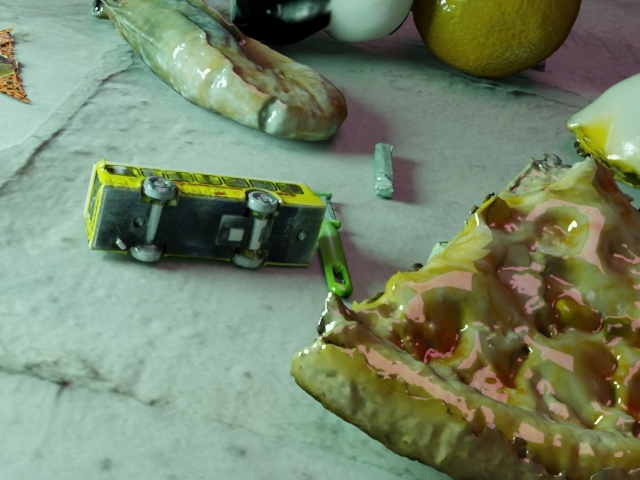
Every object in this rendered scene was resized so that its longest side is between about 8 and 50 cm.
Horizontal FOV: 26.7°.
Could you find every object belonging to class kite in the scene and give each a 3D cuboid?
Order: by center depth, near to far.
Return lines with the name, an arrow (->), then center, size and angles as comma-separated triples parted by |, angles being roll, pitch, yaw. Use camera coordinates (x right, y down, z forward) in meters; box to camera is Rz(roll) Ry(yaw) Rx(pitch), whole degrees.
kite -> -0.407, -0.209, 1.563 | 0.125, 0.008, 0.222 | 4, 29, -21

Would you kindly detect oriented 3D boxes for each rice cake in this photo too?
rice cake -> 0.074, -0.082, 1.564 | 0.022, 0.022, 0.121 | 4, 28, 0

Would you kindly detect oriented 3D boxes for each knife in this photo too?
knife -> 0.000, -0.001, 1.379 | 0.054, 0.015, 0.212 | 8, 28, -13

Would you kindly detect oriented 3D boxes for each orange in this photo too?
orange -> 0.243, -0.360, 1.925 | 0.264, 0.264, 0.264 | 12, 27, -6

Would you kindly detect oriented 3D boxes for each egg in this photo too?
egg -> 0.481, -0.157, 1.759 | 0.286, 0.174, 0.264 | 25, 25, 25

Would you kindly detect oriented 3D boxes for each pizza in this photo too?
pizza -> 0.237, 0.111, 1.152 | 0.392, 0.080, 0.435 | 41, 51, 15

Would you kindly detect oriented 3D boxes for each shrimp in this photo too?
shrimp -> -0.139, -0.247, 1.685 | 0.445, 0.110, 0.221 | 38, 29, 31

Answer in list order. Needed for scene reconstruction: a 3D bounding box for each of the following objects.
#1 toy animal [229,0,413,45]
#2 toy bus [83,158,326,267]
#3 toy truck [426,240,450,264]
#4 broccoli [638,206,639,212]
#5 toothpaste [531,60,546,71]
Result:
toy animal -> -0.002, -0.373, 1.841 | 0.266, 0.213, 0.212 | -5, 32, -13
toy bus -> -0.110, -0.025, 1.295 | 0.226, 0.081, 0.074 | 4, 28, -23
toy truck -> 0.185, 0.039, 1.330 | 0.191, 0.085, 0.116 | 0, 28, -25
broccoli -> 0.452, 0.001, 1.337 | 0.297, 0.297, 0.298 | 15, 56, -24
toothpaste -> 0.283, -0.353, 2.155 | 0.099, 0.068, 0.282 | -15, 39, 6
